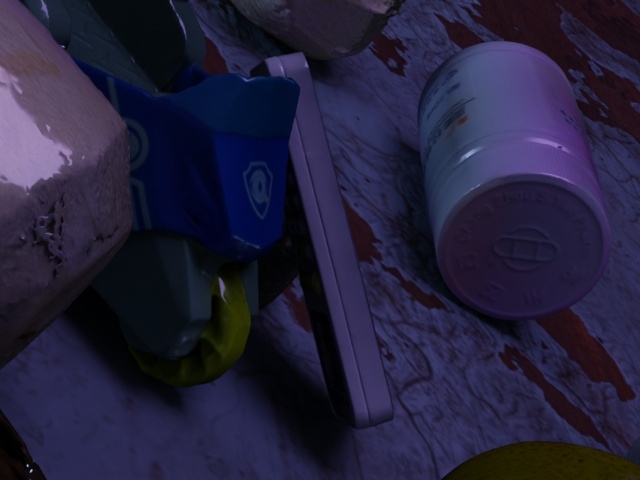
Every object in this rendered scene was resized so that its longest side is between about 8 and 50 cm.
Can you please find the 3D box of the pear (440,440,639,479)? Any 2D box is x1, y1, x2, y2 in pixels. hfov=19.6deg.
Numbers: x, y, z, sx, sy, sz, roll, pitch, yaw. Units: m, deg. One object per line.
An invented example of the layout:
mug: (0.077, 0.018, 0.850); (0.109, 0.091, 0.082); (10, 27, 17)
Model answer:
pear: (0.129, 0.213, 1.071); (0.198, 0.198, 0.198); (33, 25, -18)

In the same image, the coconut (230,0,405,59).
coconut: (-0.008, -0.267, 1.711); (0.194, 0.194, 0.194); (33, 25, -18)

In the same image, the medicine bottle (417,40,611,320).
medicine bottle: (0.166, -0.057, 1.631); (0.152, 0.152, 0.254); (33, 25, -18)

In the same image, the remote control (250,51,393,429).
remote control: (0.000, 0.000, 1.237); (0.103, 0.034, 0.250); (-173, -111, -81)

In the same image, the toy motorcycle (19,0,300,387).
toy motorcycle: (-0.123, -0.076, 1.184); (0.326, 0.200, 0.191); (49, 25, 22)

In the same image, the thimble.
thimble: (-0.053, 0.000, 1.319); (0.110, 0.062, 0.084); (6, 43, -51)

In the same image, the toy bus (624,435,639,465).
toy bus: (0.299, 0.246, 1.375); (0.138, 0.097, 0.342); (35, 24, -7)

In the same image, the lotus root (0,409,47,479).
lotus root: (-0.228, 0.110, 0.750); (0.196, 0.179, 0.397); (-20, 59, -45)

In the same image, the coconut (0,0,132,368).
coconut: (-0.223, -0.038, 0.968); (0.234, 0.224, 0.224); (41, 24, -4)
